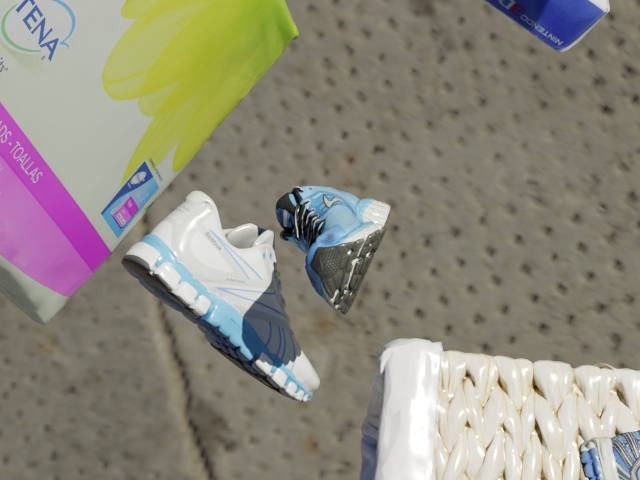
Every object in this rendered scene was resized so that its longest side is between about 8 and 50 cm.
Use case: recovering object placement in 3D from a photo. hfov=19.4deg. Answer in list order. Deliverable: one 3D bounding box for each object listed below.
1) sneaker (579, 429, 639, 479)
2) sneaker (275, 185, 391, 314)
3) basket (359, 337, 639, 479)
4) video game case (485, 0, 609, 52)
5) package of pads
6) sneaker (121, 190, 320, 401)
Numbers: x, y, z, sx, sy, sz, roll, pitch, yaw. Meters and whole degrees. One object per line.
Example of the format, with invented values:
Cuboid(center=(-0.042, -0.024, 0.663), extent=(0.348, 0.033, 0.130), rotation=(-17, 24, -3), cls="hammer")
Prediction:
Cuboid(center=(0.197, 0.143, 1.010), extent=(0.058, 0.135, 0.052), rotation=(-29, 42, 25), cls="sneaker")
Cuboid(center=(0.000, 0.000, 1.220), extent=(0.073, 0.162, 0.063), rotation=(24, 100, 0), cls="sneaker")
Cuboid(center=(0.150, 0.261, 1.262), extent=(0.266, 0.331, 0.328), rotation=(4, 75, -2), cls="basket")
Cuboid(center=(0.107, -0.301, 1.470), extent=(0.061, 0.269, 0.244), rotation=(-43, 24, 35), cls="video game case")
Cuboid(center=(-0.126, -0.107, 0.906), extent=(0.101, 0.296, 0.229), rotation=(37, 80, 19), cls="package of pads")
Cuboid(center=(-0.046, 0.037, 1.249), extent=(0.071, 0.191, 0.083), rotation=(22, 71, 45), cls="sneaker")
